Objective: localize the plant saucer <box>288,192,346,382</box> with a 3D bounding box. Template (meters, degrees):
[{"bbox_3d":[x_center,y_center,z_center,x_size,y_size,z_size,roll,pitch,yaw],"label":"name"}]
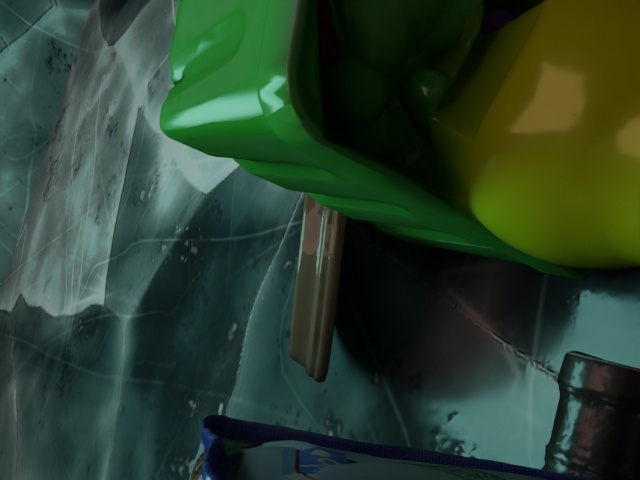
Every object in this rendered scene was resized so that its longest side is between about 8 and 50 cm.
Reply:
[{"bbox_3d":[0.000,0.000,0.813,0.278,0.041,0.277,6,-90,-90],"label":"plant saucer"}]

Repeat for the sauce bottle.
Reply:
[{"bbox_3d":[0.161,0.249,0.544,0.111,0.111,0.344,11,86,56],"label":"sauce bottle"}]

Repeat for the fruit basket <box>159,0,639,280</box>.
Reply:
[{"bbox_3d":[0.125,-0.109,0.532,0.392,0.392,0.282,-13,66,53],"label":"fruit basket"}]

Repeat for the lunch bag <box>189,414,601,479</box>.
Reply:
[{"bbox_3d":[0.103,0.278,0.386,0.239,0.386,0.327,162,120,-81],"label":"lunch bag"}]
